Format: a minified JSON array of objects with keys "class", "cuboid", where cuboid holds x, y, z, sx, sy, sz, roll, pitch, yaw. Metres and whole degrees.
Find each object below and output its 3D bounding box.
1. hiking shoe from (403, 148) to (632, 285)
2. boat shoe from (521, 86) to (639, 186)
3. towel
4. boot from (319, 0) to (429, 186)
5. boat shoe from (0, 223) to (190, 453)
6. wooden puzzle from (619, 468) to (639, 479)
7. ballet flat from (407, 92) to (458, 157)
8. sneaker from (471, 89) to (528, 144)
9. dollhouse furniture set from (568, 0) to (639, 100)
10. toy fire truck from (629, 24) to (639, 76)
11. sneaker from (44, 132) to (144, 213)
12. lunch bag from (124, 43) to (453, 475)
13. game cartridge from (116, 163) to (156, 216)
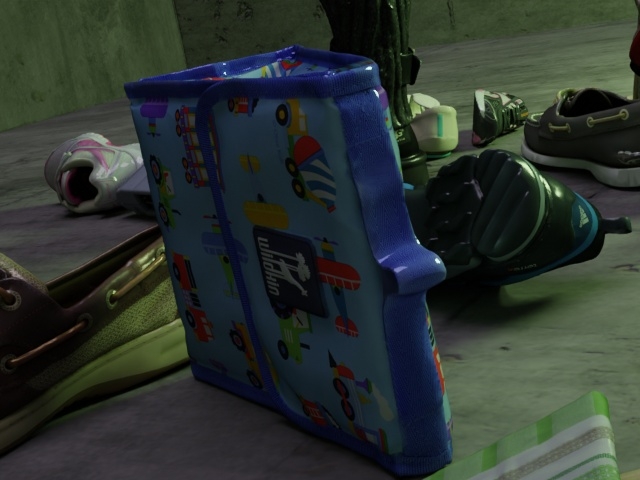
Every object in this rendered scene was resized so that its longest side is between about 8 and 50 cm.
[{"class":"hiking shoe","cuboid":[0.093,0.003,0.896,0.132,0.113,0.304,17,-11,-35]},{"class":"boat shoe","cuboid":[0.309,-0.128,1.214,0.109,0.091,0.305,-13,14,-11]},{"class":"towel","cuboid":[0.077,0.122,0.454,0.113,0.023,0.152,-31,7,19]},{"class":"boot","cuboid":[0.040,-0.212,1.401,0.131,0.260,0.348,-15,15,-17]},{"class":"boat shoe","cuboid":[-0.223,0.067,0.765,0.342,0.123,0.123,-20,17,-35]},{"class":"wooden puzzle","cuboid":[0.210,0.112,0.394,0.239,0.044,0.221,-18,5,-8]},{"class":"ballet flat","cuboid":[0.134,-0.171,1.547,0.086,0.086,0.248,-14,14,-13]},{"class":"sneaker","cuboid":[0.255,-0.181,1.531,0.077,0.072,0.178,3,22,10]},{"class":"dollhouse furniture set","cuboid":[0.460,-0.215,1.193,0.356,0.303,0.173,-10,51,7]},{"class":"toy fire truck","cuboid":[0.406,-0.160,1.007,0.217,0.158,0.246,29,31,6]},{"class":"sneaker","cuboid":[-0.337,-0.095,1.550,0.111,0.103,0.252,-20,16,-40]},{"class":"lunch bag","cuboid":[0.000,0.000,0.662,0.138,0.221,0.293,-16,14,-20]},{"class":"game cartridge","cuboid":[-0.119,-0.106,1.374,0.297,0.062,0.198,5,51,51]}]
